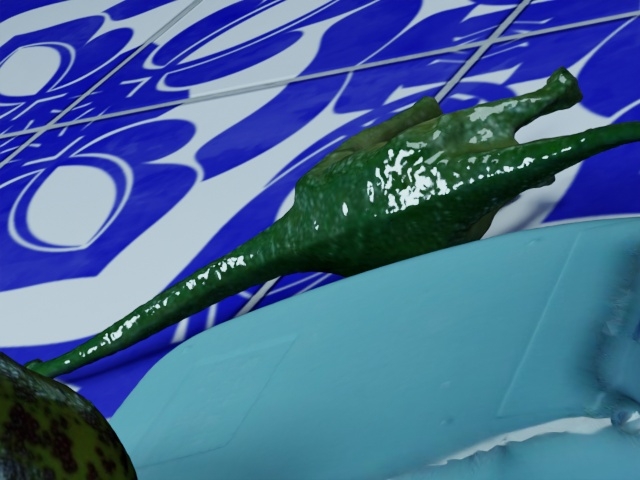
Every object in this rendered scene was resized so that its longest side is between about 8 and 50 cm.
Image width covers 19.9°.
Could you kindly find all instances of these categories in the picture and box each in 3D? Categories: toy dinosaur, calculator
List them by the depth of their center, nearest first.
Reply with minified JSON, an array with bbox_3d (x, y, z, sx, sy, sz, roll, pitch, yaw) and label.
[{"bbox_3d":[0.020,0.085,0.938,0.386,0.054,0.256,-16,23,30],"label":"calculator"},{"bbox_3d":[0.000,0.000,1.066,0.301,0.087,0.447,-28,6,-25],"label":"toy dinosaur"}]

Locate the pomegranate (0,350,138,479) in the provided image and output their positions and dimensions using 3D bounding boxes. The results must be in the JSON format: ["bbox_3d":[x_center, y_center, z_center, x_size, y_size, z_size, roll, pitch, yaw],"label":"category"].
[{"bbox_3d":[-0.180,0.174,0.809,0.222,0.276,0.204,-36,-24,26],"label":"pomegranate"}]
